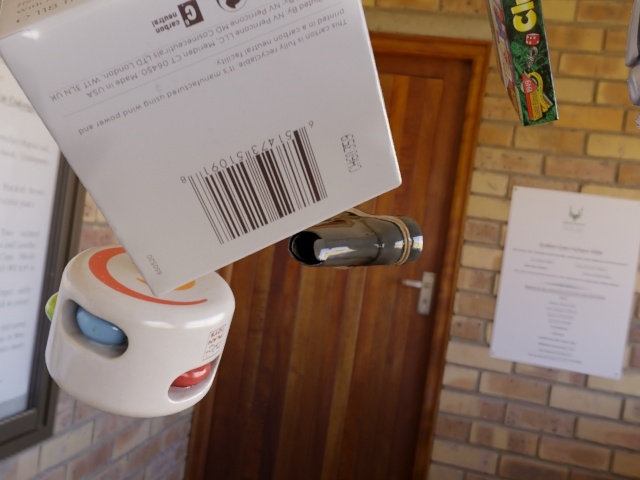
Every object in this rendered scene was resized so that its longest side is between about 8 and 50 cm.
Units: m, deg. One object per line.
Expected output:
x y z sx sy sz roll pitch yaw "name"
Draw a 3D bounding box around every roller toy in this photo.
-0.198 0.091 0.726 0.209 0.146 0.191 11 18 -24 "roller toy"

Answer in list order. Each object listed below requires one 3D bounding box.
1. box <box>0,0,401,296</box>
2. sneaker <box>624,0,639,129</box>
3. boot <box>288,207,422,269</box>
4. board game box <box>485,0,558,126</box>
-0.066 -0.094 0.395 0.180 0.182 0.119 -25 40 -6 "box"
0.265 -0.045 0.291 0.124 0.321 0.180 -6 -18 -13 "sneaker"
0.000 0.000 0.731 0.137 0.077 0.197 -5 -2 -34 "boot"
0.121 -0.222 0.440 0.030 0.260 0.136 -11 27 17 "board game box"
